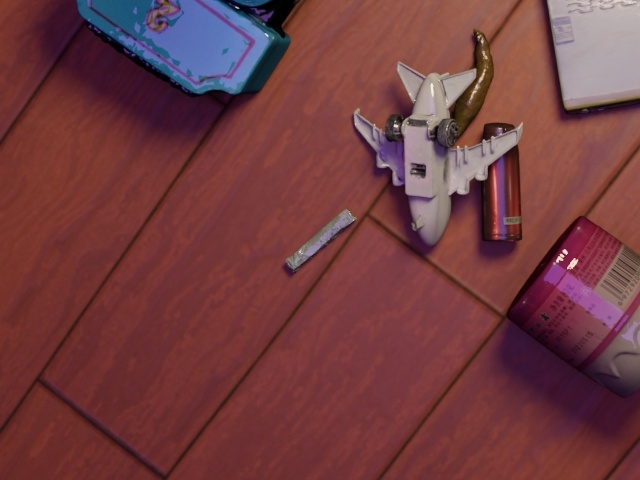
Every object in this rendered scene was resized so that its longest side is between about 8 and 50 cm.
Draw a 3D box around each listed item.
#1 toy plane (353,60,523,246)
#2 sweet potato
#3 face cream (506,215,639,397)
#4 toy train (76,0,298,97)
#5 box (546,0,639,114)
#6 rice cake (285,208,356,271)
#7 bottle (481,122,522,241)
[{"bbox_3d":[0.147,-0.113,1.713,0.251,0.101,0.255,9,106,29],"label":"toy plane"},{"bbox_3d":[0.215,-0.215,1.737,0.041,0.038,0.153,14,94,-7],"label":"sweet potato"},{"bbox_3d":[0.373,0.089,1.665,0.195,0.175,0.175,37,98,6],"label":"face cream"},{"bbox_3d":[-0.179,-0.350,1.716,0.300,0.188,0.265,34,103,3],"label":"toy train"},{"bbox_3d":[0.448,-0.292,1.692,0.270,0.045,0.210,-10,92,9],"label":"box"},{"bbox_3d":[0.000,0.000,1.792,0.121,0.021,0.022,-40,78,10],"label":"rice cake"},{"bbox_3d":[0.249,-0.082,1.733,0.060,0.060,0.164,-1,94,9],"label":"bottle"}]
